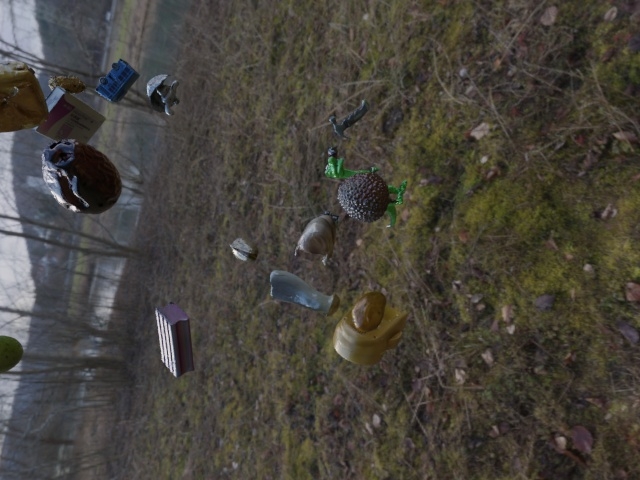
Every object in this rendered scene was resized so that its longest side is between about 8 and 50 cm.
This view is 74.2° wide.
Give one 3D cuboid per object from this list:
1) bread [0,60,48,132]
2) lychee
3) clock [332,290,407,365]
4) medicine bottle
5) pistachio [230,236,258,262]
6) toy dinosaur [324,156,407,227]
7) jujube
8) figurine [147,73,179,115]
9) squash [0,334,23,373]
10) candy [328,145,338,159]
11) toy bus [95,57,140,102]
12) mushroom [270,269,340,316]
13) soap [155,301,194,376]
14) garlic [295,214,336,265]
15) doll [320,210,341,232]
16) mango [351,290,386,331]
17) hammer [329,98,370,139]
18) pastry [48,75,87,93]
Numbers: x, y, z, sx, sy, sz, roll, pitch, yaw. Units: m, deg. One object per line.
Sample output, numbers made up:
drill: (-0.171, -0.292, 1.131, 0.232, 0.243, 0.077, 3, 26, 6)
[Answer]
bread: (-0.875, -0.375, 1.135, 0.099, 0.234, 0.210, 68, 155, 17)
lychee: (0.151, -0.138, 1.354, 0.165, 0.197, 0.166, -177, 90, -74)
clock: (0.198, 0.388, 1.817, 0.244, 0.316, 0.201, 26, 120, 30)
medicine bottle: (-0.873, -0.416, 1.466, 0.052, 0.201, 0.171, 39, 89, 15)
pistachio: (-0.343, 0.044, 1.925, 0.149, 0.113, 0.113, 24, 102, 40)
toy dinosaur: (0.194, -0.184, 1.927, 0.500, 0.373, 0.144, 97, -177, -62)
jujube: (-0.583, -0.156, 1.026, 0.236, 0.167, 0.168, 117, 155, -70)
figurine: (-0.389, -0.369, 1.065, 0.082, 0.086, 0.095, 15, 62, 39)
squash: (-0.980, 0.337, 1.144, 0.370, 0.118, 0.119, 3, -81, -80)
candy: (0.061, -0.414, 2.070, 0.045, 0.043, 0.175, -47, -16, -19)
toy bus: (-0.914, -0.714, 1.909, 0.185, 0.106, 0.090, -47, 13, 7)
mushroom: (-0.072, 0.241, 1.887, 0.159, 0.328, 0.122, 96, -165, -70)
soap: (-0.453, 0.311, 1.320, 0.122, 0.065, 0.203, 26, 123, 42)
garlic: (-0.006, -0.011, 1.155, 0.174, 0.098, 0.124, -56, -19, -66)
doll: (0.046, -0.078, 1.895, 0.067, 0.219, 0.091, 14, 90, 19)
mango: (0.175, 0.251, 1.527, 0.165, 0.115, 0.089, -67, 12, -22)
hammer: (0.168, -0.641, 2.223, 0.226, 0.159, 0.041, -42, 29, -3)
pastry: (-0.963, -0.590, 1.605, 0.056, 0.080, 0.140, -54, -5, 25)
